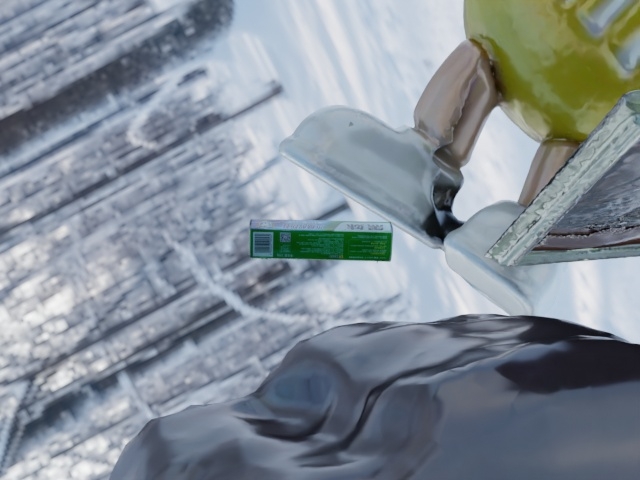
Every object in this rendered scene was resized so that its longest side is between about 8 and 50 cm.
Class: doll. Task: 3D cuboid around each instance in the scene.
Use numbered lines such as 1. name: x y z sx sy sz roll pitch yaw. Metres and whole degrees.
1. doll: 0.165 -0.149 0.923 0.161 0.348 0.423 145 136 -78

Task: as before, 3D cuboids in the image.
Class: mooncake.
1. mooncake: 0.050 0.217 0.565 0.212 0.350 0.381 11 88 64

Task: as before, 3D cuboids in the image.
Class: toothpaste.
1. toothpaste: 0.000 0.000 0.767 0.017 0.083 0.020 -92 4 -65

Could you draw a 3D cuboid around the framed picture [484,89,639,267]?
1. framed picture: 0.215 -0.027 0.667 0.273 0.216 0.016 106 159 -75
